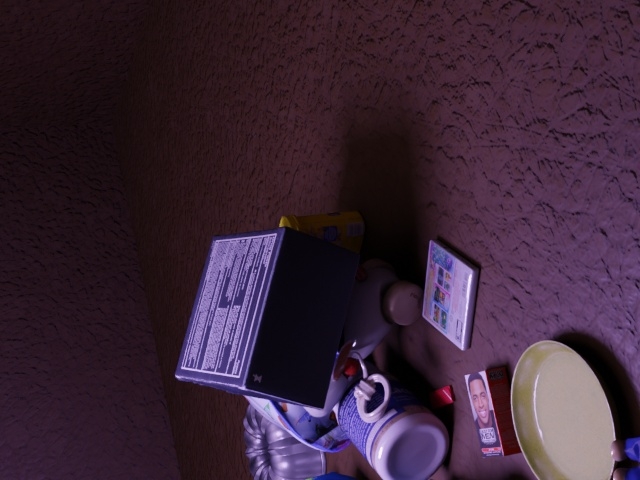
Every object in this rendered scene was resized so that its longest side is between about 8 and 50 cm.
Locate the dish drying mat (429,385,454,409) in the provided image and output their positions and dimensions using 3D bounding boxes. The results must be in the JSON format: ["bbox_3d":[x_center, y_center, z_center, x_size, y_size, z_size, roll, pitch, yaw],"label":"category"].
[{"bbox_3d":[0.225,0.292,1.765,0.083,0.008,0.032,138,122,-61],"label":"dish drying mat"}]

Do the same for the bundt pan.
[{"bbox_3d":[-0.107,0.531,2.437,0.331,0.124,0.330,174,90,-66],"label":"bundt pan"}]

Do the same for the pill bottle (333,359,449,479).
[{"bbox_3d":[0.120,0.344,1.834,0.265,0.153,0.153,-140,49,-57],"label":"pill bottle"}]

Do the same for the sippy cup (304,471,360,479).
[{"bbox_3d":[0.027,0.641,2.065,0.305,0.240,0.224,25,111,31],"label":"sippy cup"}]

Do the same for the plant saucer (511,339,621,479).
[{"bbox_3d":[0.367,0.265,1.401,0.241,0.037,0.241,173,90,-67],"label":"plant saucer"}]

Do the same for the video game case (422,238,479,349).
[{"bbox_3d":[0.230,0.095,1.691,0.143,0.019,0.157,-138,46,-57],"label":"video game case"}]

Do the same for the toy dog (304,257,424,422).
[{"bbox_3d":[0.051,0.165,1.796,0.220,0.161,0.333,-3,58,51],"label":"toy dog"}]

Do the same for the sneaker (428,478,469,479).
[{"bbox_3d":[0.242,0.471,1.651,0.319,0.208,0.127,-10,81,30],"label":"sneaker"}]

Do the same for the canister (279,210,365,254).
[{"bbox_3d":[0.000,0.000,1.998,0.073,0.170,0.126,-121,34,-43],"label":"canister"}]

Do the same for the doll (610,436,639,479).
[{"bbox_3d":[0.454,0.290,1.198,0.189,0.046,0.129,-22,67,59],"label":"doll"}]

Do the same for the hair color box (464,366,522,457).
[{"bbox_3d":[0.288,0.286,1.576,0.072,0.043,0.141,144,118,-64],"label":"hair color box"}]

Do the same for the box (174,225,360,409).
[{"bbox_3d":[-0.101,0.145,1.770,0.294,0.183,0.296,-5,68,59],"label":"box"}]

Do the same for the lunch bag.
[{"bbox_3d":[-0.074,0.279,2.101,0.385,0.239,0.328,61,165,-2],"label":"lunch bag"}]
